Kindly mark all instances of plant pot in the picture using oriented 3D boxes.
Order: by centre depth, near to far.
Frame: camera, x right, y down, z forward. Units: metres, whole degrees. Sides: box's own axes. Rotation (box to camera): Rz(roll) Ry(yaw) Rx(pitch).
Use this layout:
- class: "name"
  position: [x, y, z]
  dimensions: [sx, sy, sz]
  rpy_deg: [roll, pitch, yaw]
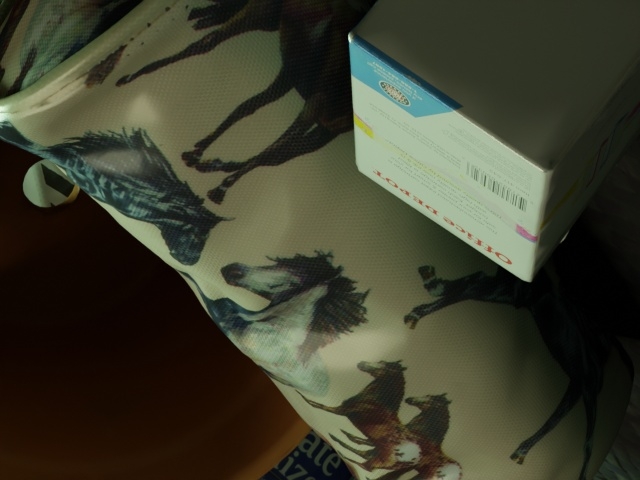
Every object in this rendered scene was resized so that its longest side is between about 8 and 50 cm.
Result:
- class: "plant pot"
  position: [-0.137, -0.003, 1.097]
  dimensions: [0.291, 0.291, 0.203]
  rpy_deg: [47, 179, -28]

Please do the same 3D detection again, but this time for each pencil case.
- class: "pencil case"
  position: [0.000, 0.000, 0.935]
  dimensions: [0.183, 0.160, 0.410]
  rpy_deg: [-17, 131, 30]

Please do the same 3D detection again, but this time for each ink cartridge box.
- class: "ink cartridge box"
  position: [0.074, -0.057, 0.750]
  dimensions: [0.092, 0.090, 0.143]
  rpy_deg: [35, 166, 13]

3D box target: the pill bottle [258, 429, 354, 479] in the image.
- class: "pill bottle"
  position: [-0.022, 0.109, 1.207]
  dimensions: [0.123, 0.219, 0.123]
  rpy_deg: [35, 165, 11]

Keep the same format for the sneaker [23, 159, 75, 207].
- class: "sneaker"
  position: [-0.324, 0.018, 1.474]
  dimensions: [0.447, 0.258, 0.169]
  rpy_deg: [4, 156, 2]
